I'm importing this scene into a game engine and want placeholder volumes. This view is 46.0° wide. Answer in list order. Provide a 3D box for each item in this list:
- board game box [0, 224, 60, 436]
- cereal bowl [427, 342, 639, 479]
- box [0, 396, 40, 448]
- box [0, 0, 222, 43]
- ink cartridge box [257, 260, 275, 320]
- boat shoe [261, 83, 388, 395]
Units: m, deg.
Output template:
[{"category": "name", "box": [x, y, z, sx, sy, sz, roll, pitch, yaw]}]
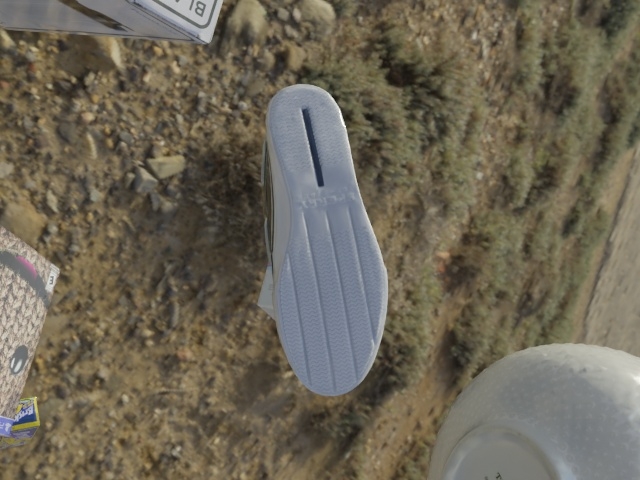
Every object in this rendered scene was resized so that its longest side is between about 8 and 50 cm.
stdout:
[{"category": "board game box", "box": [-0.552, 0.133, 1.159, 0.232, 0.141, 0.291, 70, 29, -69]}, {"category": "cereal bowl", "box": [0.221, 0.264, 0.737, 0.141, 0.339, 0.339, 14, 102, -34]}, {"category": "box", "box": [-0.545, 0.329, 1.351, 0.059, 0.054, 0.169, -5, 158, -30]}, {"category": "box", "box": [-0.212, -0.217, 0.528, 0.169, 0.290, 0.087, 20, 88, -49]}, {"category": "ink cartridge box", "box": [-0.039, 0.054, 1.313, 0.127, 0.072, 0.175, 57, 45, -64]}, {"category": "boat shoe", "box": [0.000, 0.000, 0.833, 0.119, 0.121, 0.335, 124, -38, -77]}]
